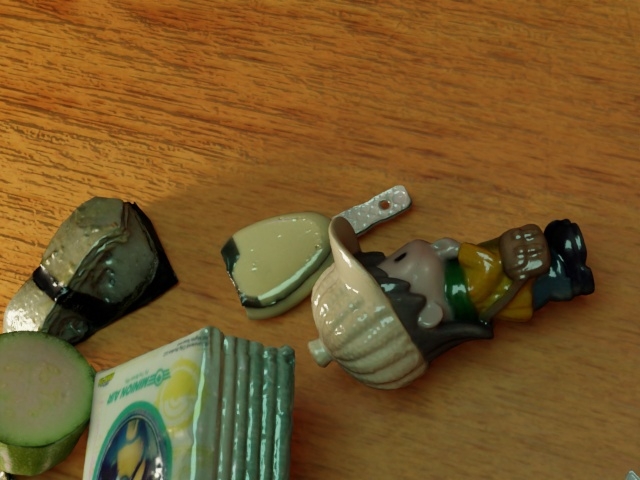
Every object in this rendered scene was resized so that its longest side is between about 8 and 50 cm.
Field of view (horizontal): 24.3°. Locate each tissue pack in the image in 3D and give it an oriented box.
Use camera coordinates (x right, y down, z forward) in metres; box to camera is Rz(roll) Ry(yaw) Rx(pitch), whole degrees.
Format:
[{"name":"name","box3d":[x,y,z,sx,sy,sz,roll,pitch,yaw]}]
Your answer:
[{"name":"tissue pack","box3d":[-0.159,0.317,1.675,0.287,0.162,0.388,-26,55,52]}]

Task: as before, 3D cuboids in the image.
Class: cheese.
[{"name":"cheese","box3d":[0.000,0.000,1.877,0.251,0.054,0.127,-27,64,4]}]

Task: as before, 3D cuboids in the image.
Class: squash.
[{"name":"squash","box3d":[-0.361,0.209,1.840,0.170,0.123,0.170,5,48,-5]}]

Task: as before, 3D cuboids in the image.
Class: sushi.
[{"name":"sushi","box3d":[-0.332,0.059,1.916,0.273,0.109,0.134,-36,63,1]}]

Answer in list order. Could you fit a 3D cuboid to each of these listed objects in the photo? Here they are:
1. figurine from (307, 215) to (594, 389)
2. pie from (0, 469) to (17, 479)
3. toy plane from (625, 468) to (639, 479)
[{"name":"figurine","box3d":[0.151,0.075,1.748,0.332,0.185,0.204,1,93,-1]},{"name":"pie","box3d":[-0.453,0.347,1.871,0.185,0.052,0.218,-42,62,1]},{"name":"toy plane","box3d":[0.328,0.385,1.604,0.251,0.101,0.255,28,79,12]}]
